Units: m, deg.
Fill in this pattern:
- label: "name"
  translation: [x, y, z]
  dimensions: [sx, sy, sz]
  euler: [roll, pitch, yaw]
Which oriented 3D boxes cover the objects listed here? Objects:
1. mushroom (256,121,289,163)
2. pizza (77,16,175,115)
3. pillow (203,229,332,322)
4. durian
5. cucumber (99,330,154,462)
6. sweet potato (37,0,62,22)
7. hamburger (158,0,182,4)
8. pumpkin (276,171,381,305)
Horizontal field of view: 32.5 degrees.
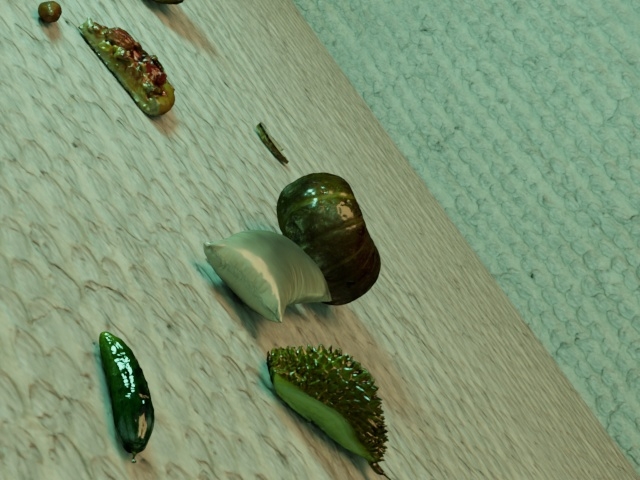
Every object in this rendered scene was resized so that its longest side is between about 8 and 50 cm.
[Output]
- label: "mushroom"
  translation: [-0.097, -0.194, 2.201]
  dimensions: [0.101, 0.019, 0.049]
  euler: [54, 15, 10]
- label: "pizza"
  translation: [-0.299, -0.286, 1.757]
  dimensions: [0.193, 0.053, 0.201]
  euler: [40, 17, -32]
- label: "pillow"
  translation: [-0.067, 0.047, 1.527]
  dimensions: [0.144, 0.078, 0.254]
  euler: [51, 13, 8]
- label: "durian"
  translation: [0.027, 0.195, 1.400]
  dimensions: [0.221, 0.095, 0.137]
  euler: [50, 13, -22]
- label: "cucumber"
  translation: [-0.178, 0.143, 1.023]
  dimensions: [0.039, 0.039, 0.168]
  euler: [37, 17, -39]
- label: "sweet potato"
  translation: [-0.403, -0.341, 1.636]
  dimensions: [0.034, 0.034, 0.095]
  euler: [45, 4, -13]
- label: "hamburger"
  translation: [-0.341, -0.563, 2.279]
  dimensions: [0.183, 0.130, 0.206]
  euler: [49, 32, 8]
- label: "pumpkin"
  translation: [0.000, 0.000, 1.730]
  dimensions: [0.219, 0.162, 0.219]
  euler: [-19, 90, -88]
